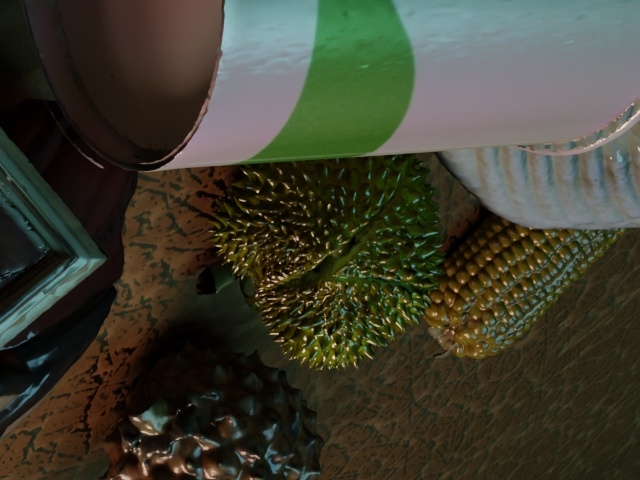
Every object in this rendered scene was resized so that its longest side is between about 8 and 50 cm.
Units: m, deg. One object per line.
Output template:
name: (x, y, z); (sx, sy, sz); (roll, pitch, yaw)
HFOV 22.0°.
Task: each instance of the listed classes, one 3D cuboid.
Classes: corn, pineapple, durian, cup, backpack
corn: (0.204, -0.008, 1.455); (0.310, 0.101, 0.101); (-45, 155, 4)
pineapple: (-0.089, 0.153, 1.221); (0.166, 0.166, 0.193); (-44, 146, 3)
durian: (0.013, 0.005, 1.118); (0.146, 0.159, 0.198); (-32, 155, -24)
cup: (0.013, -0.145, 0.798); (0.274, 0.253, 0.253); (-15, 144, -35)
backpack: (-0.180, 0.018, 0.852); (0.229, 0.139, 0.229); (-51, -173, 8)

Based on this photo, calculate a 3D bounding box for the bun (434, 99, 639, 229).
bun: (0.219, -0.146, 1.053); (0.354, 0.194, 0.354); (-3, 153, -1)

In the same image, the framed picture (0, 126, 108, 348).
framed picture: (-0.261, 0.014, 0.707); (0.273, 0.216, 0.016); (-41, -166, -7)

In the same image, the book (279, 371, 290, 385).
book: (-0.104, 0.225, 1.466); (0.170, 0.018, 0.242); (-30, 153, -25)
